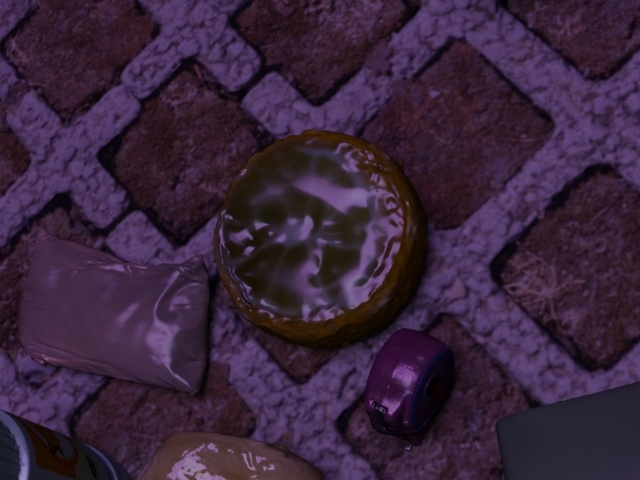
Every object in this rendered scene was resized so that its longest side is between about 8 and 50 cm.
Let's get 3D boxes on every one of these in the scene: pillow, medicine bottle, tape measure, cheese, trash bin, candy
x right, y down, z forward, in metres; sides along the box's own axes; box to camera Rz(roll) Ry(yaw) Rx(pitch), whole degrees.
[{"bbox_3d":[-0.250,0.084,1.886,0.270,0.067,0.173,8,80,23],"label":"pillow"},{"bbox_3d":[-0.340,0.278,1.708,0.158,0.318,0.158,-6,70,18],"label":"medicine bottle"},{"bbox_3d":[0.094,0.161,1.701,0.074,0.118,0.125,20,76,24],"label":"tape measure"},{"bbox_3d":[-0.103,0.321,1.718,0.226,0.117,0.214,15,80,23],"label":"cheese"},{"bbox_3d":[0.311,0.328,1.535,0.222,0.158,0.344,-15,66,15],"label":"trash bin"},{"bbox_3d":[0.000,0.000,1.800,0.259,0.118,0.260,-5,75,20],"label":"candy"}]
